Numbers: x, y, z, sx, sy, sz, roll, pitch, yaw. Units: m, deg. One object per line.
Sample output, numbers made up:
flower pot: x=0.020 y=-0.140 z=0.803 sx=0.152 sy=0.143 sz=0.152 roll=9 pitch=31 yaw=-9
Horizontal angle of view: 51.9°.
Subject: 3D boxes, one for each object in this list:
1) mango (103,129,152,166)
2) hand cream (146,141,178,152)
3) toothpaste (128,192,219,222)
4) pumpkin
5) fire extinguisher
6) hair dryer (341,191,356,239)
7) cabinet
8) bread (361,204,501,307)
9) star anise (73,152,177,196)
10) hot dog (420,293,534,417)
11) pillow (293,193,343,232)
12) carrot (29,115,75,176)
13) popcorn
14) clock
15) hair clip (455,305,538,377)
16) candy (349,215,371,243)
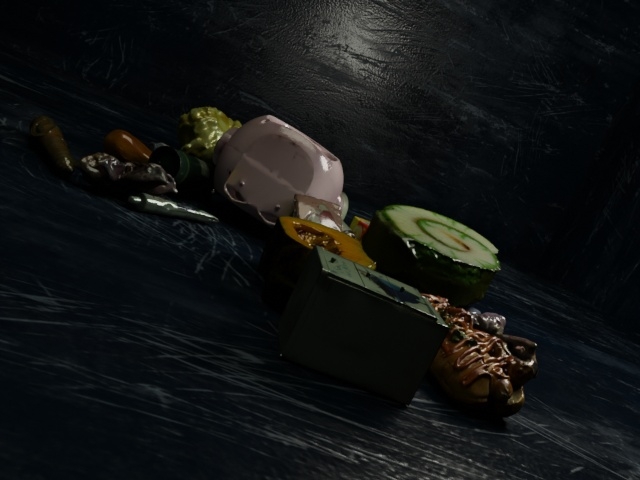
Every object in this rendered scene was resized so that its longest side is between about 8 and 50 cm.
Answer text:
mango: x=-0.472 y=-0.210 z=1.655 sx=0.159 sy=0.084 sz=0.105 roll=44 pitch=7 yaw=-13
hand cream: x=-0.415 y=-0.238 z=2.008 sx=0.095 sy=0.059 sz=0.276 roll=35 pitch=10 yaw=36
toothpaste: x=-0.317 y=-0.068 z=1.413 sx=0.060 sy=0.038 sz=0.233 roll=25 pitch=7 yaw=36
pumpkin: x=0.005 y=0.059 z=1.245 sx=0.222 sy=0.139 sz=0.317 roll=18 pitch=9 yaw=-13
fire extinguisher: x=-0.332 y=-0.168 z=1.691 sx=0.294 sy=0.093 sz=0.118 roll=16 pitch=55 yaw=-74
hair dryer: x=0.023 y=-0.068 z=2.006 sx=0.203 sy=0.128 sz=0.362 roll=19 pitch=19 yaw=-34
cabinet: x=0.061 y=0.123 z=0.994 sx=0.206 sy=0.150 sz=0.145 roll=23 pitch=10 yaw=-10
bread: x=0.293 y=0.038 z=1.667 sx=0.382 sy=0.129 sz=0.366 roll=7 pitch=24 yaw=-35
star anise: x=-0.408 y=-0.136 z=1.394 sx=0.212 sy=0.073 sz=0.197 roll=14 pitch=-7 yaw=-16
hot dog: x=0.249 y=0.187 z=1.183 sx=0.158 sy=0.117 sz=0.349 roll=20 pitch=11 yaw=-17
pillow: x=0.000 y=0.000 z=1.502 sx=0.135 sy=0.049 sz=0.248 roll=17 pitch=44 yaw=-27
carrot: x=-0.591 y=-0.213 z=1.447 sx=0.070 sy=0.070 sz=0.342 roll=16 pitch=14 yaw=-37
popcorn: x=-0.319 y=-0.275 z=1.935 sx=0.195 sy=0.256 sz=0.255 roll=-12 pitch=30 yaw=20
clock: x=-0.098 y=-0.171 z=1.745 sx=0.368 sy=0.250 sz=0.377 roll=33 pitch=2 yaw=1
hair clip: x=0.391 y=0.208 z=1.527 sx=0.173 sy=0.069 sz=0.300 roll=12 pitch=16 yaw=-43
candy: x=0.197 y=0.025 z=1.959 sx=0.146 sy=0.088 sz=0.276 roll=17 pitch=12 yaw=-27
